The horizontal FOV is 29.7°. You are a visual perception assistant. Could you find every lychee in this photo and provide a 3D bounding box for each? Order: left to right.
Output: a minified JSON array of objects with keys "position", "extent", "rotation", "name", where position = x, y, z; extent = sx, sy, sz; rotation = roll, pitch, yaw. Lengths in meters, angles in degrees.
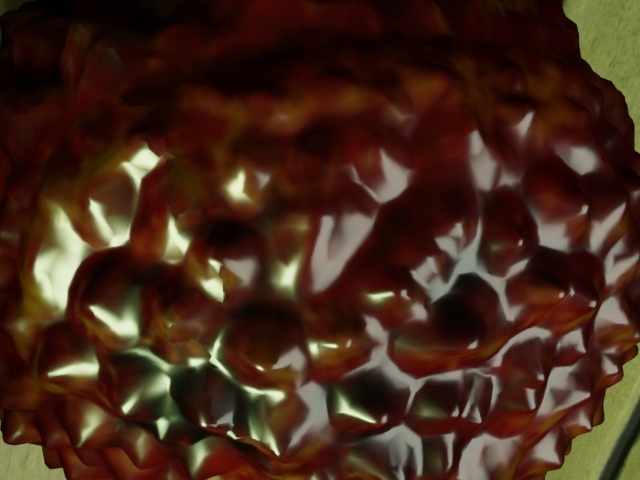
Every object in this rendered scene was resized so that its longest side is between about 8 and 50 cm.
[{"position":[0.000,0.000,0.762],"extent":[0.500,0.425,0.424],"rotation":[11,105,-55],"name":"lychee"}]
